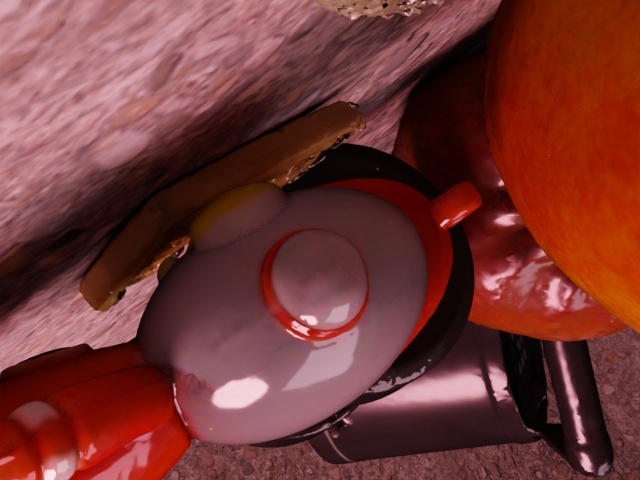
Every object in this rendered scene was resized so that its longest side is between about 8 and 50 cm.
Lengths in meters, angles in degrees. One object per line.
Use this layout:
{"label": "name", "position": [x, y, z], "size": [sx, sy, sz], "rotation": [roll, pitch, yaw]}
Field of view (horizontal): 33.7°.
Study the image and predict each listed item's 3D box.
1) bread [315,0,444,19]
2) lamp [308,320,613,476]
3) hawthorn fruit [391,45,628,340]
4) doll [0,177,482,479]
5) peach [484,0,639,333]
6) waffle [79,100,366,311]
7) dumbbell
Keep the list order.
{"label": "bread", "position": [0.099, -0.152, 0.294], "size": [0.267, 0.040, 0.267], "rotation": [-38, 175, -4]}
{"label": "lamp", "position": [0.085, 0.108, 1.007], "size": [0.272, 0.205, 0.374], "rotation": [-16, -169, 2]}
{"label": "hawthorn fruit", "position": [0.148, -0.046, 0.763], "size": [0.224, 0.224, 0.261], "rotation": [-37, -162, -6]}
{"label": "doll", "position": [-0.069, 0.057, 0.450], "size": [0.336, 0.105, 0.200], "rotation": [-29, 172, -12]}
{"label": "peach", "position": [0.215, -0.067, 0.478], "size": [0.308, 0.289, 0.289], "rotation": [5, -164, 25]}
{"label": "waffle", "position": [-0.048, -0.020, 0.546], "size": [0.153, 0.023, 0.097], "rotation": [-33, 174, -40]}
{"label": "dumbbell", "position": [-0.009, 0.044, 0.691], "size": [0.152, 0.152, 0.218], "rotation": [-35, 174, -26]}
